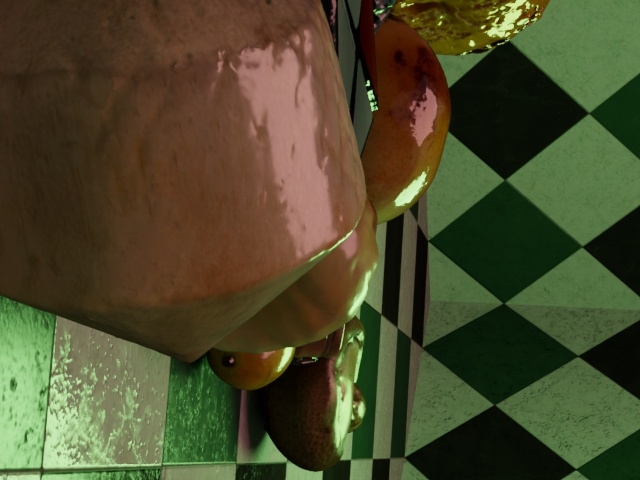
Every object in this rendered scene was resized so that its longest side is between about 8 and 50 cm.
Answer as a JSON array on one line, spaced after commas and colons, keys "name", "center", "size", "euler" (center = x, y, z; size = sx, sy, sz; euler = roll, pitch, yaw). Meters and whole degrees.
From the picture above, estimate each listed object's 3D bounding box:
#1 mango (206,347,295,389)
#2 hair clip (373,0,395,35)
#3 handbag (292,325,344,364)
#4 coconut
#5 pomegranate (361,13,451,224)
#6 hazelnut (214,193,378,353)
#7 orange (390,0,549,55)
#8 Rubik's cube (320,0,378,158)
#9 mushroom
[{"name": "mango", "center": [-0.085, 0.085, 1.634], "size": [0.147, 0.109, 0.227], "euler": [54, 32, -41]}, {"name": "hair clip", "center": [-0.031, -0.261, 1.462], "size": [0.310, 0.206, 0.194], "euler": [-62, 135, -73]}, {"name": "handbag", "center": [-0.034, 0.086, 1.750], "size": [0.193, 0.072, 0.151], "euler": [9, -84, 61]}, {"name": "coconut", "center": [-0.120, -0.055, 0.934], "size": [0.329, 0.329, 0.329], "euler": [2, 90, -80]}, {"name": "pomegranate", "center": [0.021, -0.156, 1.726], "size": [0.319, 0.319, 0.319], "euler": [2, 90, -80]}, {"name": "hazelnut", "center": [-0.060, -0.003, 1.395], "size": [0.241, 0.261, 0.261], "euler": [47, 44, -53]}, {"name": "orange", "center": [0.175, -0.432, 1.813], "size": [0.340, 0.341, 0.293], "euler": [77, 18, -55]}, {"name": "Rubik's cube", "center": [-0.082, -0.180, 1.200], "size": [0.248, 0.246, 0.250], "euler": [-65, 155, -63]}, {"name": "mushroom", "center": [-0.010, 0.215, 1.935], "size": [0.253, 0.153, 0.253], "euler": [4, 90, -81]}]
